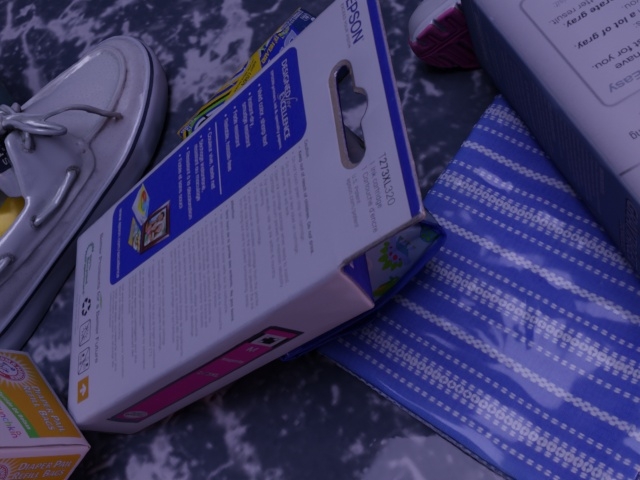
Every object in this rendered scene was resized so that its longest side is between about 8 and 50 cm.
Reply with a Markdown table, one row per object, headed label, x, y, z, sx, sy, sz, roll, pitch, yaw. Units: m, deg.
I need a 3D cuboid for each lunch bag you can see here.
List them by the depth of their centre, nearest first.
| label | x | y | z | sx | sy | sz | roll | pitch | yaw |
| --- | --- | --- | --- | --- | --- | --- | --- | --- | --- |
| lunch bag | 0.000 | 0.000 | 0.551 | 0.151 | 0.096 | 0.129 | -46 | 40 | 12 |

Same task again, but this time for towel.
| label | x | y | z | sx | sy | sz | roll | pitch | yaw |
| --- | --- | --- | --- | --- | --- | --- | --- | --- | --- |
| towel | 0.183 | 0.004 | 0.537 | 0.243 | 0.040 | 0.336 | 29 | 76 | 29 |

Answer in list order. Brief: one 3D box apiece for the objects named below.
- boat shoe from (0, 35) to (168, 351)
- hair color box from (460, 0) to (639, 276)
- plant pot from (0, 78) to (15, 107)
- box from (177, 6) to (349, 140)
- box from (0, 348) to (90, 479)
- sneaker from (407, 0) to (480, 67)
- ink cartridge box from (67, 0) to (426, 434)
| label | x | y | z | sx | sy | sz | roll | pitch | yaw |
| --- | --- | --- | --- | --- | --- | --- | --- | --- | --- |
| boat shoe | -0.279 | -0.068 | 0.659 | 0.135 | 0.156 | 0.367 | 21 | 73 | 26 |
| hair color box | 0.260 | -0.077 | 0.464 | 0.185 | 0.113 | 0.374 | -29 | 57 | 6 |
| plant pot | -0.448 | -0.119 | 0.708 | 0.165 | 0.166 | 0.234 | 34 | 65 | 30 |
| box | -0.049 | -0.132 | 0.672 | 0.054 | 0.059 | 0.169 | 37 | 80 | 28 |
| box | -0.285 | 0.187 | 0.531 | 0.114 | 0.103 | 0.203 | 43 | 100 | 31 |
| sneaker | 0.176 | -0.250 | 0.617 | 0.252 | 0.103 | 0.111 | -36 | 56 | 16 |
| ink cartridge box | -0.066 | 0.000 | 0.506 | 0.371 | 0.069 | 0.176 | -34 | 51 | 39 |
